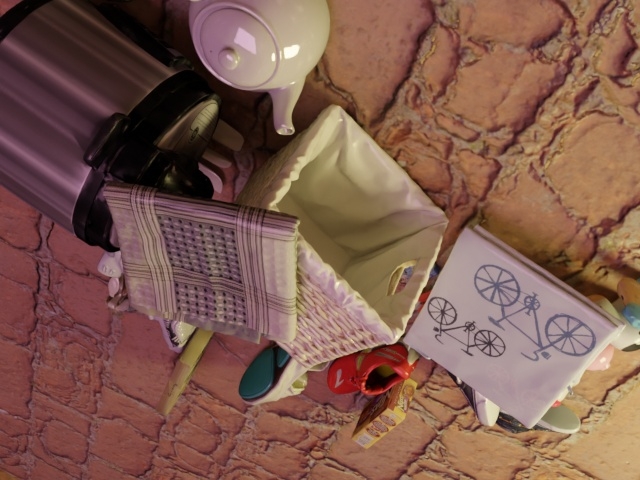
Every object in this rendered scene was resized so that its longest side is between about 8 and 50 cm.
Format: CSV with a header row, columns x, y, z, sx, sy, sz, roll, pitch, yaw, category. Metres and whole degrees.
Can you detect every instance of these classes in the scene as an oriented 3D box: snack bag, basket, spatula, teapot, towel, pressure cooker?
x,y,z,sx,sy,sz,roll,pitch,yaw,category
0.346,0.175,1.541,0.323,0.037,0.342,34,132,14,snack bag
0.000,0.000,1.479,0.331,0.328,0.266,45,136,-17,basket
-0.278,-0.213,1.646,0.242,0.019,0.168,32,137,1,spatula
-0.118,-0.340,1.325,0.256,0.187,0.252,23,136,7,teapot
-0.186,0.052,1.320,0.312,0.056,0.324,11,140,7,towel
-0.374,-0.185,1.451,0.420,0.370,0.375,35,133,4,pressure cooker

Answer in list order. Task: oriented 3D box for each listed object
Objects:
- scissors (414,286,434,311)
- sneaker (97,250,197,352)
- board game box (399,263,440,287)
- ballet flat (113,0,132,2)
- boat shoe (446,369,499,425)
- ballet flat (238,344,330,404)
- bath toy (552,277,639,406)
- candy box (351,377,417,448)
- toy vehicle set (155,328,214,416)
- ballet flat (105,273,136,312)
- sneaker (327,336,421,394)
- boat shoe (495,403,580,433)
x,y,z,sx,sy,sz,roll,pitch,yaw,category
0.197,0.141,1.685,0.297,0.021,0.109,-26,75,40,scissors
-0.386,0.093,1.898,0.210,0.137,0.365,16,130,14,sneaker
0.179,0.048,1.652,0.090,0.020,0.090,46,133,-16,board game box
-0.506,-0.550,1.329,0.164,0.182,0.483,-24,116,42,ballet flat
0.309,0.258,1.715,0.102,0.108,0.301,2,124,33,boat shoe
-0.064,0.299,1.940,0.139,0.139,0.400,35,135,-6,ballet flat
0.506,0.204,1.555,0.151,0.129,0.348,30,137,-2,bath toy
0.149,0.403,1.928,0.053,0.109,0.186,32,137,-3,candy box
-0.330,0.310,2.040,0.035,0.166,0.267,30,137,-1,toy vehicle set
-0.493,0.119,2.009,0.077,0.079,0.221,19,136,9,ballet flat
0.102,0.300,1.849,0.107,0.118,0.279,44,134,-15,sneaker
0.472,0.392,1.795,0.183,0.065,0.083,15,137,22,boat shoe
